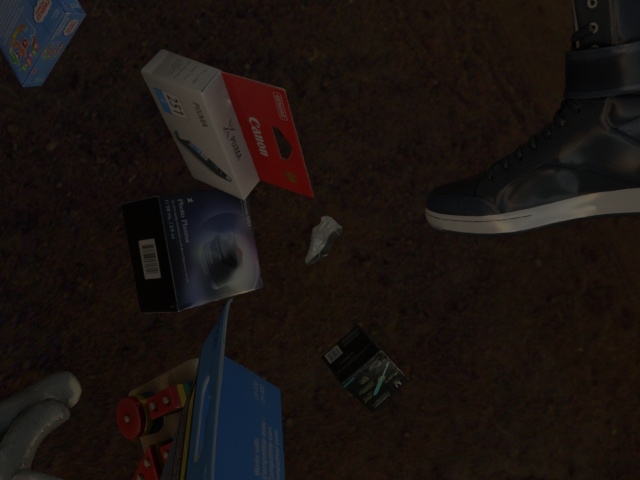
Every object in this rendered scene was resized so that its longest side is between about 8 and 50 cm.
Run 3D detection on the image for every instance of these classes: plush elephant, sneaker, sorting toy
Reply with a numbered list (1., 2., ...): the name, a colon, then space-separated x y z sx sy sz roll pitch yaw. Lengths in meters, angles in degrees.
1. plush elephant: -0.456 0.382 0.931 0.272 0.330 0.255 -37 87 2
2. sneaker: 0.000 0.000 1.654 0.054 0.152 0.061 -6 49 -48
3. sneaker: 0.166 -0.093 0.457 0.086 0.226 0.163 -39 114 -54
4. sorting toy: -0.315 0.406 1.318 0.089 0.256 0.257 -3 67 -51

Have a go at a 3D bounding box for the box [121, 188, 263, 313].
1. box: -0.331 0.017 1.704 0.294 0.183 0.296 -13 95 -48

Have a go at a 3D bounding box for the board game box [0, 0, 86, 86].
1. board game box: -0.437 -0.357 0.927 0.039 0.160 0.211 -22 78 -53

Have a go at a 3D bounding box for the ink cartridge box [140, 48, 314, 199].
1. ink cartridge box: -0.160 -0.184 1.161 0.261 0.296 0.066 23 64 23

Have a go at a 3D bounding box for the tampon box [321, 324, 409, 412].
1. tampon box: 0.105 0.298 1.485 0.120 0.101 0.161 -41 131 -1

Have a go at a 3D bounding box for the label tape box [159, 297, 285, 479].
1. label tape box: -0.099 0.271 0.638 0.115 0.347 0.249 15 30 -15
